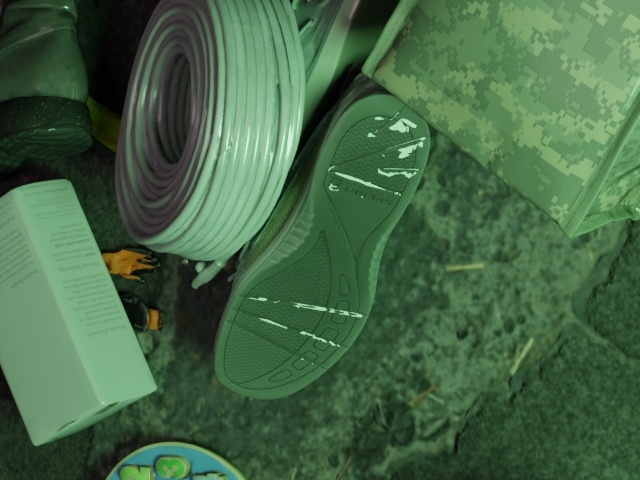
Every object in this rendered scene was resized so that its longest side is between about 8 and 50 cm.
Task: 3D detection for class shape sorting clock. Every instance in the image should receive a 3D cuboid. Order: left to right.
[{"bbox_3d":[-0.135,0.295,1.754,0.206,0.040,0.206,4,97,31],"label":"shape sorting clock"}]

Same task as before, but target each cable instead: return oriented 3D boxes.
[{"bbox_3d":[-0.102,-0.111,1.608,0.257,0.089,0.257,-38,51,55],"label":"cable"}]

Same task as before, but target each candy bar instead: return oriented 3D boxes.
[{"bbox_3d":[-0.214,-0.117,1.775,0.161,0.018,0.040,35,112,25],"label":"candy bar"}]

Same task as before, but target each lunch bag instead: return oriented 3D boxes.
[{"bbox_3d":[0.208,-0.189,1.424,0.235,0.169,0.287,40,118,22],"label":"lunch bag"}]

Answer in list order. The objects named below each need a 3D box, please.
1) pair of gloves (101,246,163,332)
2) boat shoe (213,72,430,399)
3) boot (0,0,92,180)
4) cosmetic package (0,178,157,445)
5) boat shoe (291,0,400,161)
[{"bbox_3d":[-0.181,0.048,1.775,0.074,0.010,0.083,2,97,37],"label":"pair of gloves"},{"bbox_3d":[-0.002,-0.002,1.616,0.118,0.103,0.320,19,113,-12],"label":"boat shoe"},{"bbox_3d":[-0.340,-0.177,1.808,0.338,0.118,0.223,-11,76,36],"label":"boot"},{"bbox_3d":[-0.261,0.068,1.780,0.117,0.085,0.231,-30,81,38],"label":"cosmetic package"},{"bbox_3d":[0.000,-0.179,1.602,0.081,0.079,0.227,37,116,19],"label":"boat shoe"}]
